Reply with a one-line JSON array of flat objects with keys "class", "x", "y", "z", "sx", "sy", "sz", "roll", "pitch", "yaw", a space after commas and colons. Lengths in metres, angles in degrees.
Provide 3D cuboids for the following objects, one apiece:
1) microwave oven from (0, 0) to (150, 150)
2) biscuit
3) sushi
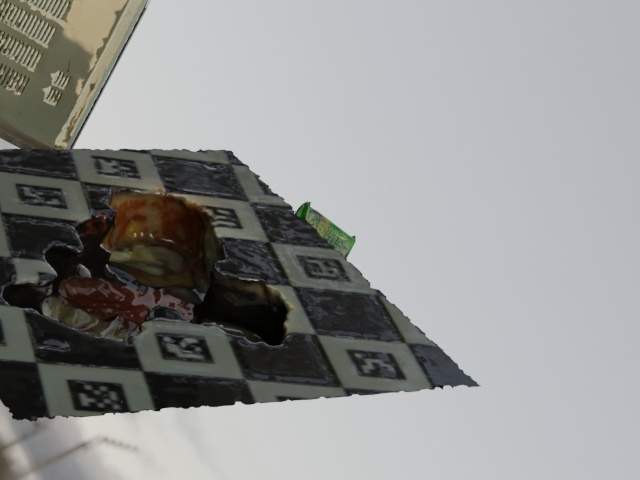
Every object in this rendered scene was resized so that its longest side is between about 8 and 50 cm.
[{"class": "microwave oven", "x": -0.273, "y": -0.220, "z": 1.694, "sx": 0.194, "sy": 0.240, "sz": 0.145, "roll": 27, "pitch": -8, "yaw": -6}, {"class": "biscuit", "x": 0.000, "y": 0.000, "z": 1.519, "sx": 0.016, "sy": 0.046, "sz": 0.089, "roll": 20, "pitch": -12, "yaw": 44}, {"class": "sushi", "x": -0.123, "y": 0.044, "z": 1.152, "sx": 0.339, "sy": 0.320, "sz": 0.068, "roll": 44, "pitch": -54, "yaw": 45}]
